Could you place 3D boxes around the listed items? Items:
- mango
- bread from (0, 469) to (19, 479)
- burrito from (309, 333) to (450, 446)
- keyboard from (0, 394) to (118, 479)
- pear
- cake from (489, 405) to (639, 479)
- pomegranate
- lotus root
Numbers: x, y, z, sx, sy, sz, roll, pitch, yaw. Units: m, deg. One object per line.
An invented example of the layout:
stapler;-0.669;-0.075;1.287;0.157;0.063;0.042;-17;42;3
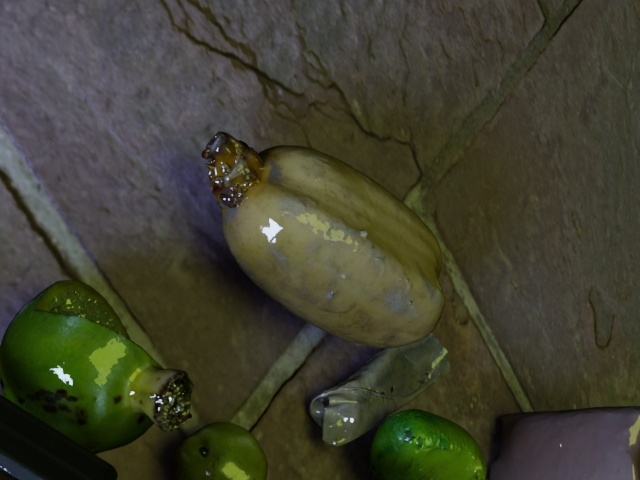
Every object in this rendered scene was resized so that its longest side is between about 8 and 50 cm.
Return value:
mango;0.115;0.243;1.111;0.178;0.119;0.100;54;7;-48
bread;-0.259;0.241;0.679;0.314;0.171;0.192;21;63;-41
burrito;0.074;0.161;1.129;0.226;0.060;0.087;-28;104;-46
keyboard;-0.302;0.072;0.676;0.381;0.103;0.041;41;92;-8
pear;-0.093;0.216;0.924;0.097;0.092;0.092;27;63;-41
cake;0.392;0.349;1.312;0.309;0.230;0.237;20;67;-43
pomegranate;-0.187;0.117;0.792;0.122;0.169;0.143;-39;142;-18
lotus root;0.000;0.000;1.022;0.342;0.151;0.169;32;46;-34
